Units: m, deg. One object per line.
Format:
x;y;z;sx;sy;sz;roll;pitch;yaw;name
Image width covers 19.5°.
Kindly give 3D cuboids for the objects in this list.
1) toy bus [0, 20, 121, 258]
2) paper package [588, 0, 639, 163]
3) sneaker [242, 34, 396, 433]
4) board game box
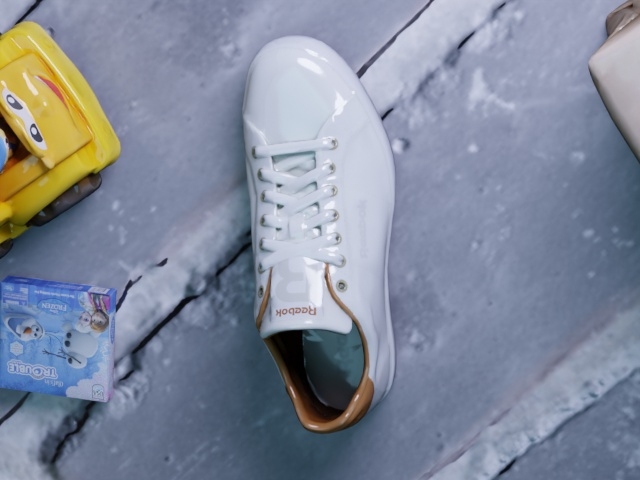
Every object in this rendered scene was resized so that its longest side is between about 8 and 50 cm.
-0.281;-0.042;1.334;0.220;0.211;0.149;-32;95;17;toy bus
0.382;-0.072;1.204;0.309;0.168;0.325;-31;98;18;paper package
0.000;0.000;1.332;0.106;0.123;0.290;-8;103;16;sneaker
-0.205;0.077;1.451;0.090;0.020;0.090;6;108;10;board game box
